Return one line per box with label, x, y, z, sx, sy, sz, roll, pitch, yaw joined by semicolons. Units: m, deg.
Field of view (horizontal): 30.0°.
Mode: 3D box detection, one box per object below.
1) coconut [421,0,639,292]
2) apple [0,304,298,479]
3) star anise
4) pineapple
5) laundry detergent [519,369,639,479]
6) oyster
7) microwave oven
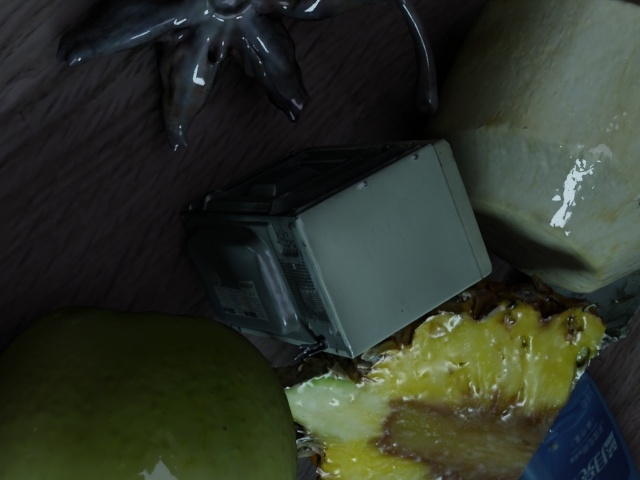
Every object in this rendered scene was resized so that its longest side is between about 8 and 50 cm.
coconut;0.263;-0.117;1.202;0.322;0.323;0.323;-1;92;-29
apple;-0.158;0.185;0.983;0.291;0.292;0.254;13;75;-29
star anise;-0.083;-0.218;1.092;0.315;0.139;0.360;-23;117;4
pineapple;0.067;0.120;1.161;0.286;0.209;0.344;19;114;-18
laundry detergent;0.302;0.276;1.348;0.143;0.094;0.290;-47;112;-29
oyster;0.309;0.052;1.344;0.199;0.087;0.252;18;69;-18
microwave oven;0.000;0.000;1.086;0.193;0.240;0.145;-26;105;-26
